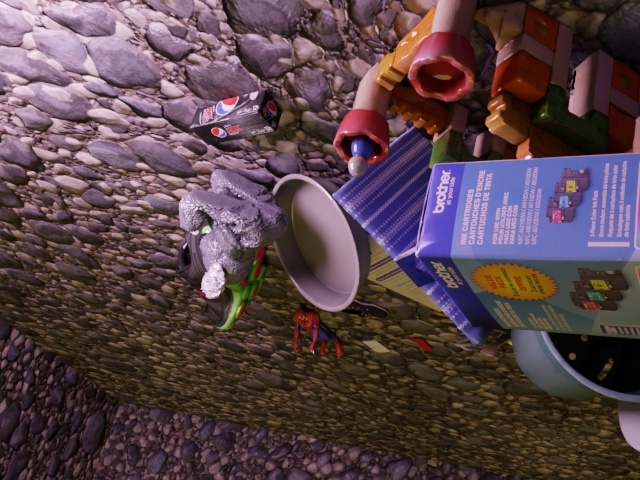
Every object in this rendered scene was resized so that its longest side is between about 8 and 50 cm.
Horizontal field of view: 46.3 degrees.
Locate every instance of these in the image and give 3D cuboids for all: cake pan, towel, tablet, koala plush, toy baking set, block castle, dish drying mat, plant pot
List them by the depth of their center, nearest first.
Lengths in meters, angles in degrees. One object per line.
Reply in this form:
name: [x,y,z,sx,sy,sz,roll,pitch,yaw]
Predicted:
block castle: [0.280,-0.140,1.114,0.453,0.213,0.303,25,152,-18]
towel: [0.202,-0.012,1.238,0.336,0.243,0.040,46,143,2]
plant pot: [0.540,0.167,1.477,0.341,0.341,0.334,14,161,2]
cake pan: [0.000,0.000,1.522,0.054,0.293,0.293,-22,173,-32]
koala plush: [-0.181,0.005,1.546,0.203,0.196,0.221,24,120,11]
toy baking set: [0.368,0.213,1.763,0.196,0.030,0.256,-2,-157,-27]
dish drying mat: [0.298,0.301,2.182,0.032,0.008,0.083,-2,150,32]
tablet: [0.172,0.326,2.298,0.054,0.006,0.083,-9,144,40]

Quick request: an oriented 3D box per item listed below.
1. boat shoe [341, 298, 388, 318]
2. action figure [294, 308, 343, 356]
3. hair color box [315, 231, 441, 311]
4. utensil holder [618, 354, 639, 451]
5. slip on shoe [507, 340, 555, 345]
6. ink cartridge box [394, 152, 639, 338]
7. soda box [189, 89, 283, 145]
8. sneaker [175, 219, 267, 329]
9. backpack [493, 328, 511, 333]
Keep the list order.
boat shoe: [0.117,0.191,2.029,0.132,0.042,0.049,16,151,-6]
action figure: [-0.020,0.300,2.213,0.091,0.139,0.280,1,148,24]
hair color box: [0.183,0.029,1.609,0.338,0.110,0.185,24,153,-20]
utensil holder: [0.843,0.332,1.471,0.385,0.328,0.328,20,153,-4]
slip on shoe: [0.545,0.264,1.950,0.135,0.051,0.041,22,114,3]
ink cartridge box: [0.305,0.016,1.013,0.395,0.151,0.270,2,154,31]
soda box: [-0.154,-0.221,1.359,0.168,0.053,0.060,-6,146,34]
sneaker: [-0.255,0.071,1.891,0.202,0.185,0.483,31,151,9]
backpack: [0.388,0.146,1.713,0.097,0.120,0.101,11,174,0]
